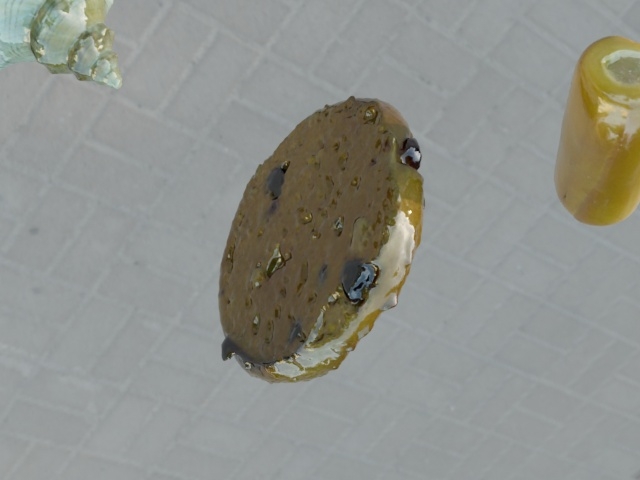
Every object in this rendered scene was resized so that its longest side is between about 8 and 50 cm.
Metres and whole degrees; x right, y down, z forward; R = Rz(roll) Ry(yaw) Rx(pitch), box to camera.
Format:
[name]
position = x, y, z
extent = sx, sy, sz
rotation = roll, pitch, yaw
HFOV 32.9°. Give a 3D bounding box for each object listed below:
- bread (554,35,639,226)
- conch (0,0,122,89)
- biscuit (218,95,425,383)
[bread]
position = 0.254, -0.084, 0.954
extent = 0.074, 0.092, 0.239
rotation = -60, 164, -18
[conch]
position = -0.264, -0.208, 0.938
extent = 0.234, 0.137, 0.114
rotation = 36, 77, -10
[biscuit]
position = 0.001, 0.001, 1.038
extent = 0.075, 0.296, 0.296
rotation = 23, 116, -33
